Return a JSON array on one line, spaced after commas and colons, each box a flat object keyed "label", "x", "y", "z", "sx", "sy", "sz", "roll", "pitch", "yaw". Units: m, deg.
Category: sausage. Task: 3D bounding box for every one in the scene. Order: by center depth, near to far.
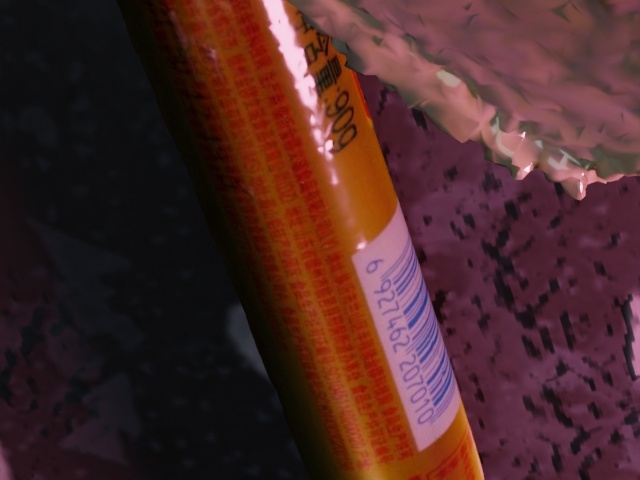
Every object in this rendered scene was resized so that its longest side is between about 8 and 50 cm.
[{"label": "sausage", "x": 0.000, "y": 0.000, "z": 0.737, "sx": 0.082, "sy": 0.082, "sz": 0.372, "roll": -10, "pitch": 122, "yaw": 17}]

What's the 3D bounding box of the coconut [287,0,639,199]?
[{"label": "coconut", "x": 0.122, "y": -0.236, "z": 0.403, "sx": 0.404, "sy": 0.405, "sz": 0.405, "roll": 5, "pitch": 124, "yaw": 7}]
